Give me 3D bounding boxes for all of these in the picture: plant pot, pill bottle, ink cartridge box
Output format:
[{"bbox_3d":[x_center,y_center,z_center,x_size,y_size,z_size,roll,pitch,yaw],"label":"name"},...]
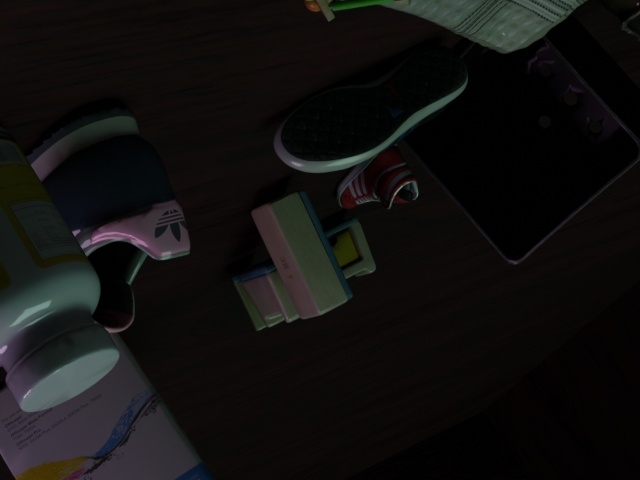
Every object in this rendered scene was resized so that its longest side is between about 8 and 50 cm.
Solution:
[{"bbox_3d":[0.221,-0.123,1.473,0.188,0.187,0.167,-45,174,35],"label":"plant pot"},{"bbox_3d":[-0.213,0.019,1.000,0.103,0.184,0.103,-30,164,-10],"label":"pill bottle"},{"bbox_3d":[-0.219,0.236,1.550,0.168,0.232,0.171,-33,164,-9],"label":"ink cartridge box"}]

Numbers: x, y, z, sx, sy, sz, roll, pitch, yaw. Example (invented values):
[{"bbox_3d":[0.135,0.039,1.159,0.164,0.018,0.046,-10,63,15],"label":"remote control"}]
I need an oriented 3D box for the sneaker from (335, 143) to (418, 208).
[{"bbox_3d":[0.060,-0.050,1.550,0.042,0.067,0.118,-22,161,-34],"label":"sneaker"}]

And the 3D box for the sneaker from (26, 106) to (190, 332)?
[{"bbox_3d":[-0.215,0.041,1.158,0.112,0.131,0.319,-17,158,-47],"label":"sneaker"}]

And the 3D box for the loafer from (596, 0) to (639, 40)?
[{"bbox_3d":[0.389,-0.242,1.511,0.134,0.130,0.366,-41,163,26],"label":"loafer"}]

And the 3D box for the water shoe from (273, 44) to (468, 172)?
[{"bbox_3d":[0.046,-0.105,1.350,0.203,0.073,0.080,-27,165,-21],"label":"water shoe"}]

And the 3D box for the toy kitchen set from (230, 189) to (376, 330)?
[{"bbox_3d":[0.000,0.000,1.563,0.166,0.122,0.207,-26,-177,-25],"label":"toy kitchen set"}]

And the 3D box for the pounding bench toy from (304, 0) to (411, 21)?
[{"bbox_3d":[0.017,-0.182,1.038,0.065,0.083,0.052,-35,165,3],"label":"pounding bench toy"}]

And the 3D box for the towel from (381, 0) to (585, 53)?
[{"bbox_3d":[0.202,-0.258,1.175,0.312,0.056,0.324,-38,160,25],"label":"towel"}]
